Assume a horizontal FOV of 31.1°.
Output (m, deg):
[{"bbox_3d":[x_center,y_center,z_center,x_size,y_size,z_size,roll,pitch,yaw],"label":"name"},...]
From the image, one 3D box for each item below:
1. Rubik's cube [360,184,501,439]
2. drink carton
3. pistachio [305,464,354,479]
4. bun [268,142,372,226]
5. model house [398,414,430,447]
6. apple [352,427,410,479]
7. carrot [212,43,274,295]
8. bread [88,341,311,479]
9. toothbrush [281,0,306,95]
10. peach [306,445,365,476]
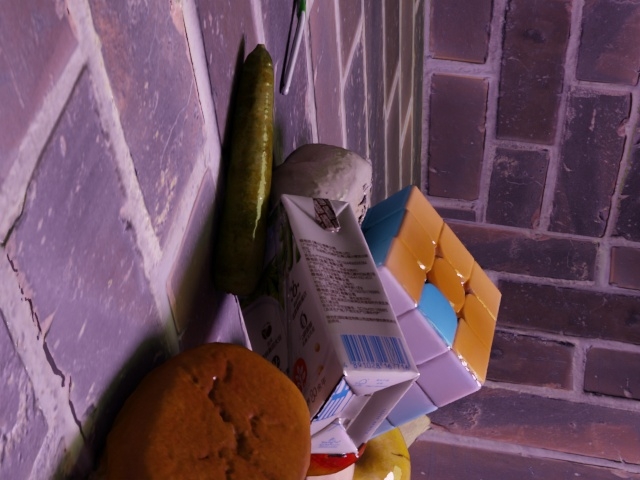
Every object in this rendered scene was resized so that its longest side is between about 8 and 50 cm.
[{"bbox_3d":[0.116,0.132,2.053,0.291,0.290,0.291,51,32,-16],"label":"Rubik's cube"},{"bbox_3d":[-0.001,0.119,1.608,0.194,0.132,0.324,-56,-139,37],"label":"drink carton"},{"bbox_3d":[-0.050,0.433,2.001,0.187,0.188,0.299,85,24,-50],"label":"pistachio"},{"bbox_3d":[-0.020,-0.038,1.873,0.273,0.168,0.272,21,90,-79],"label":"bun"},{"bbox_3d":[0.053,0.395,2.558,0.266,0.261,0.321,-54,144,-13],"label":"model house"},{"bbox_3d":[0.038,0.436,2.243,0.233,0.286,0.286,123,-17,-59],"label":"apple"},{"bbox_3d":[-0.100,-0.100,1.626,0.074,0.074,0.358,14,83,-80],"label":"carrot"},{"bbox_3d":[-0.135,0.266,1.316,0.388,0.236,0.183,-80,-170,-65],"label":"bread"},{"bbox_3d":[-0.034,-0.388,1.920,0.030,0.030,0.304,43,58,-78],"label":"toothbrush"},{"bbox_3d":[-0.032,0.272,1.816,0.243,0.243,0.199,-1,114,-80],"label":"peach"}]
